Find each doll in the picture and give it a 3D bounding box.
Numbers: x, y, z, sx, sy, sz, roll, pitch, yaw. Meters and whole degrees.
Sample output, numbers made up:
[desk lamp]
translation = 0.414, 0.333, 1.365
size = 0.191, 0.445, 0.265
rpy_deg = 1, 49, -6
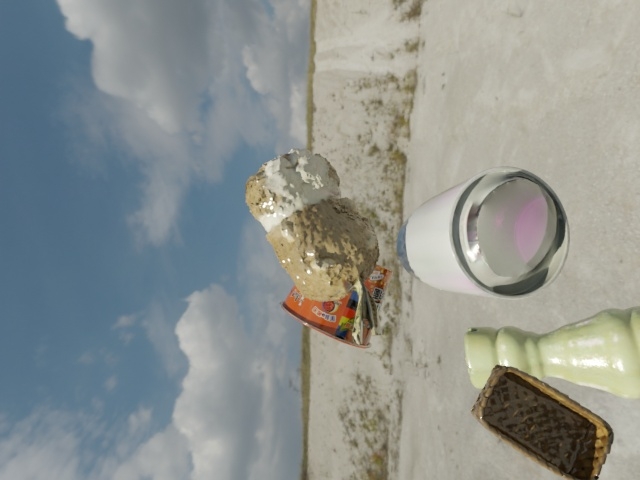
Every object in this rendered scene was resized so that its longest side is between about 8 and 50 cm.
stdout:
[doll]
translation = 0.006, 0.001, 0.438
size = 0.105, 0.221, 0.115
rpy_deg = -29, -18, -28

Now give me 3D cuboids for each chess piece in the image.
[chess piece]
translation = 0.621, 0.298, 1.091
size = 0.234, 0.442, 0.233
rpy_deg = 28, -123, -55

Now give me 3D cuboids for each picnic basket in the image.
[picnic basket]
translation = 0.330, 0.273, 0.626
size = 0.110, 0.193, 0.055
rpy_deg = -57, -6, -11

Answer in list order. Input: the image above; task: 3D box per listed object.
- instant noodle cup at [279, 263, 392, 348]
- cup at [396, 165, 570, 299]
[instant noodle cup]
translation = 0.051, 0.123, 1.026
size = 0.192, 0.251, 0.250
rpy_deg = -65, -15, -2
[cup]
translation = 0.333, 0.000, 0.933
size = 0.371, 0.254, 0.253
rpy_deg = 148, 129, -79
